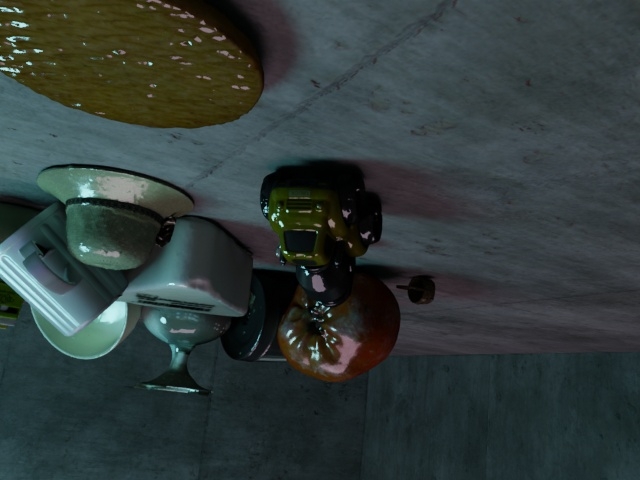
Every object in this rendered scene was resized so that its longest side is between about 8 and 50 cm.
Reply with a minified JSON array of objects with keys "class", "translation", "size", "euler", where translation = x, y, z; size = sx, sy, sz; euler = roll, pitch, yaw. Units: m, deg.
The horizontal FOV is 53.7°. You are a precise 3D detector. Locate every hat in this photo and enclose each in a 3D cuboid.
[{"class":"hat","translation":[-0.348,-0.020,1.050],"size":[0.257,0.130,0.257],"euler":[6,166,1]}]

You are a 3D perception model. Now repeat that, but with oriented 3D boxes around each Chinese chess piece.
[{"class":"Chinese chess piece","translation":[-0.630,0.000,1.300],"size":[0.250,0.101,0.250],"euler":[7,165,2]}]

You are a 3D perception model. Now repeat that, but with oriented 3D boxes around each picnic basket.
[{"class":"picnic basket","translation":[0.218,0.115,1.471],"size":[0.083,0.072,0.072],"euler":[13,164,-27]}]

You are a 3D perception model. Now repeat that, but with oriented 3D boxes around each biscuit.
[{"class":"biscuit","translation":[-0.181,-0.170,0.581],"size":[0.262,0.037,0.262],"euler":[6,166,1]}]

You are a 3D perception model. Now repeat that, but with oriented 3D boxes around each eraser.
[{"class":"eraser","translation":[-0.319,0.061,1.315],"size":[0.331,0.150,0.331],"euler":[7,166,2]}]

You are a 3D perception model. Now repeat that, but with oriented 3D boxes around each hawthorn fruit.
[{"class":"hawthorn fruit","translation":[0.049,0.196,1.464],"size":[0.284,0.284,0.284],"euler":[6,166,1]}]

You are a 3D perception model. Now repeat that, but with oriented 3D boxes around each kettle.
[{"class":"kettle","translation":[-0.095,0.203,1.714],"size":[0.324,0.228,0.321],"euler":[13,-169,-35]}]

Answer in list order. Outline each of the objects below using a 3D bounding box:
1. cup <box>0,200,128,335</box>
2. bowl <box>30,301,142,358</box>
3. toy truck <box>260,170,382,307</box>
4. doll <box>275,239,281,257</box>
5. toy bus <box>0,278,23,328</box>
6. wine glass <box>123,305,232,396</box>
[{"class":"cup","translation":[-0.470,0.064,1.116],"size":[0.167,0.221,0.202],"euler":[-35,105,19]},{"class":"bowl","translation":[-0.532,0.130,1.499],"size":[0.277,0.277,0.145],"euler":[1,-172,18]},{"class":"toy truck","translation":[0.000,0.000,0.912],"size":[0.147,0.165,0.224],"euler":[2,165,16]},{"class":"doll","translation":[-0.007,0.025,1.196],"size":[0.152,0.085,0.114],"euler":[17,154,-2]},{"class":"toy bus","translation":[-0.738,0.112,1.306],"size":[0.301,0.139,0.113],"euler":[6,169,35]},{"class":"wine glass","translation":[-0.340,0.213,1.563],"size":[0.238,0.323,0.238],"euler":[6,164,2]}]
